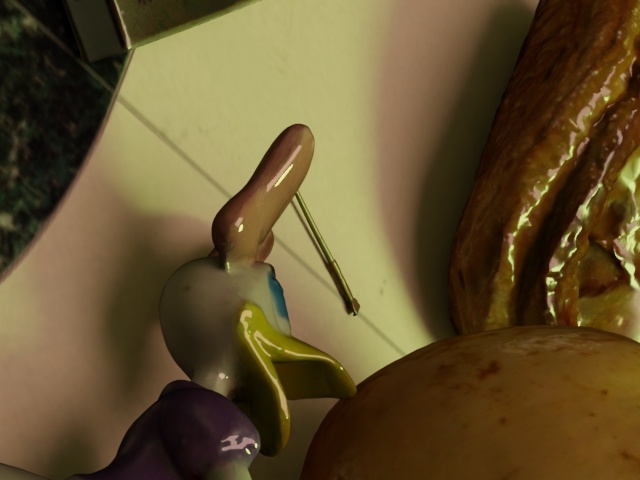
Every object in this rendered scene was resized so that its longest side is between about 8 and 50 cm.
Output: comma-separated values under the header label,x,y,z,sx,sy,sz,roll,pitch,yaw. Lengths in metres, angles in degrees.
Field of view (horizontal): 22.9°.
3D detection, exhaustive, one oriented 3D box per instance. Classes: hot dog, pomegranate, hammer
label,x,y,z,sx,sy,sz,roll,pitch,yaw
hot dog,0.223,-0.049,1.245,0.267,0.174,0.387,52,44,-34
pomegranate,0.145,0.212,0.950,0.342,0.342,0.342,16,69,-49
hammer,0.000,0.000,1.079,0.029,0.014,0.123,-45,120,-37

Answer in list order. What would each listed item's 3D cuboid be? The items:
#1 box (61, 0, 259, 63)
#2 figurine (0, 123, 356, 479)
label,x,y,z,sx,sy,sz,roll,pitch,yaw
box,-0.129,-0.285,0.953,0.180,0.047,0.325,-32,108,-51
figurine,-0.098,0.126,0.822,0.193,0.154,0.421,38,53,4
